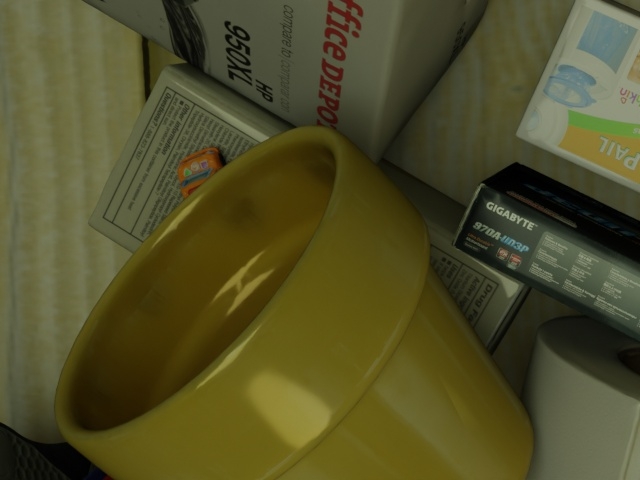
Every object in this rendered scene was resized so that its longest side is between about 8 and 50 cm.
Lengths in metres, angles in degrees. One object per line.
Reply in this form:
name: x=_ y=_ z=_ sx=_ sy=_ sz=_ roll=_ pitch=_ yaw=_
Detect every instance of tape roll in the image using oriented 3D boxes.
tape roll: x=0.247 y=0.169 z=1.025 sx=0.246 sy=0.246 sz=0.169 roll=15 pitch=103 yaw=13

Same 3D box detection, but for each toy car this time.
toy car: x=-0.046 y=-0.038 z=1.054 sx=0.122 sy=0.040 sz=0.060 roll=-3 pitch=96 yaw=17

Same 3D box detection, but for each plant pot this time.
plant pot: x=0.001 y=0.096 z=0.953 sx=0.254 sy=0.254 sz=0.239 roll=-38 pitch=113 yaw=18

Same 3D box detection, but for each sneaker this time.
sneaker: x=-0.291 y=0.207 z=1.202 sx=0.163 sy=0.226 sz=0.086 roll=-18 pitch=69 yaw=21

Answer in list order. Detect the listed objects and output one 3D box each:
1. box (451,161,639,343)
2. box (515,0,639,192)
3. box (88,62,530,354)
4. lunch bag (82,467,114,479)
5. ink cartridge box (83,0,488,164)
box: x=0.212 y=0.020 z=1.047 sx=0.220 sy=0.175 sz=0.051 roll=27 pitch=104 yaw=11
box: x=0.257 y=-0.085 z=1.055 sx=0.203 sy=0.103 sz=0.114 roll=25 pitch=104 yaw=11
box: x=0.000 y=0.000 z=1.132 sx=0.311 sy=0.121 sz=0.148 roll=32 pitch=106 yaw=9
lunch bag: x=-0.119 y=0.285 z=1.121 sx=0.138 sy=0.293 sz=0.221 roll=-18 pitch=93 yaw=18
ink cartridge box: x=-0.076 y=-0.256 z=1.012 sx=0.395 sy=0.285 sz=0.166 roll=31 pitch=70 yaw=10
